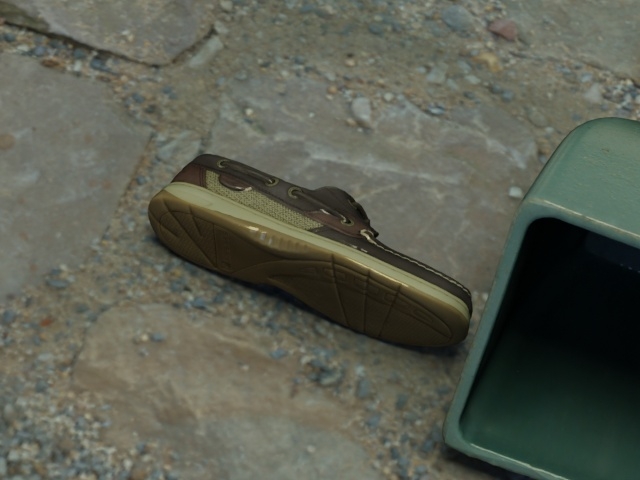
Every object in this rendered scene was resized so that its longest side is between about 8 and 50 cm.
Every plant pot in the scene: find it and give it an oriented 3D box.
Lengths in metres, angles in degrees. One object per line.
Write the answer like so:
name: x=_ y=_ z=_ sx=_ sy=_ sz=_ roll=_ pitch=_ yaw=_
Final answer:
plant pot: x=0.269 y=0.040 z=1.470 sx=0.247 sy=0.248 sz=0.252 roll=20 pitch=37 yaw=7

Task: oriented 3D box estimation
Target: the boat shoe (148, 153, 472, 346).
boat shoe: x=0.000 y=0.000 z=1.540 sx=0.285 sy=0.103 sz=0.092 roll=20 pitch=57 yaw=14
